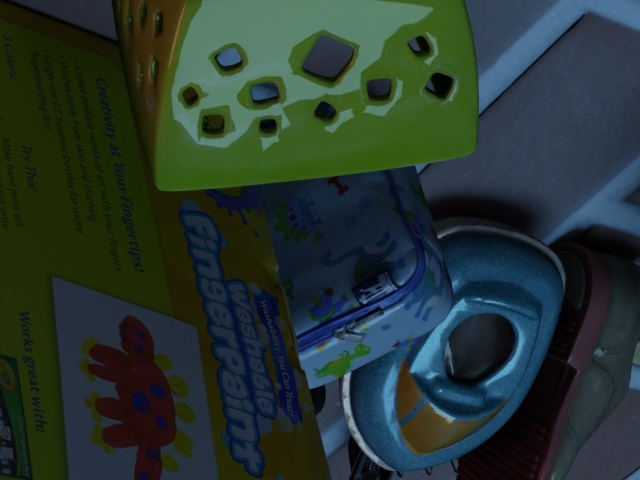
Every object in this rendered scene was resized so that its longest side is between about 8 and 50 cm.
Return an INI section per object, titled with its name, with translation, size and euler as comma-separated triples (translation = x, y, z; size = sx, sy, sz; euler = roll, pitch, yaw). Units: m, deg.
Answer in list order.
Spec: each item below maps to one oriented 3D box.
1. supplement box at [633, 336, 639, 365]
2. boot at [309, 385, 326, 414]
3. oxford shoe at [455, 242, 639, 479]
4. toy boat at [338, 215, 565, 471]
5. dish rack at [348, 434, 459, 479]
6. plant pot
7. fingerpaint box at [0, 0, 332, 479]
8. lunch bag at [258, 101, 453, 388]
[supplement box]
translation = 0.340, 0.082, 1.904
size = 0.083, 0.056, 0.083
euler = 18, 133, -39
[boot]
translation = -0.138, 0.167, 1.798
size = 0.246, 0.094, 0.207
euler = -36, 145, 16
[oxford shoe]
translation = 0.235, 0.177, 1.833
size = 0.130, 0.123, 0.348
euler = 10, 109, -35
[toy boat]
translation = 0.063, 0.098, 1.701
size = 0.318, 0.148, 0.268
euler = 12, 115, -22
[dish rack]
translation = 0.168, 0.175, 1.953
size = 0.271, 0.074, 0.208
euler = -4, 144, -17
[plant pot]
translation = -0.021, -0.189, 1.248
size = 0.228, 0.227, 0.207
euler = -8, 138, -10
[fingerpaint box]
translation = -0.202, 0.055, 1.312
size = 0.371, 0.445, 0.163
euler = 17, 135, -39
[lunch bag]
translation = 0.000, 0.000, 1.512
size = 0.176, 0.219, 0.090
euler = -26, 144, 16
